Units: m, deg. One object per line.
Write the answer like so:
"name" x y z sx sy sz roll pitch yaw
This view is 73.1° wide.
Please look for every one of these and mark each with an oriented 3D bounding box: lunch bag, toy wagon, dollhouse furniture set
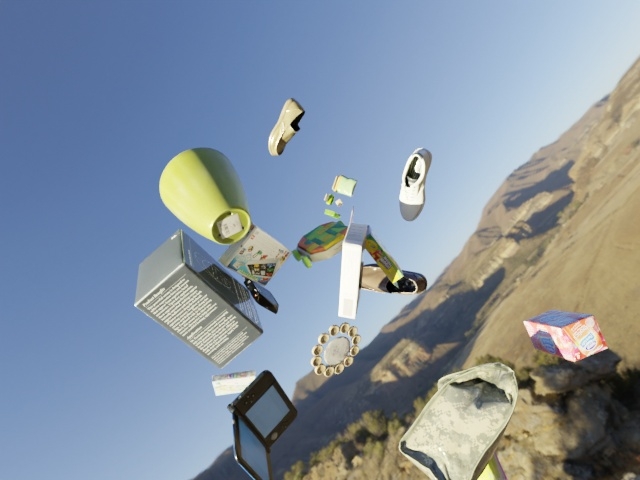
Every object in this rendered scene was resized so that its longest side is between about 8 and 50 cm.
"lunch bag" 0.320 0.403 0.963 0.287 0.169 0.235 -49 -30 -13
"toy wagon" 0.000 0.000 1.894 0.267 0.068 0.344 -33 23 -15
"dollhouse furniture set" 0.061 -0.153 1.465 0.058 0.076 0.152 22 -91 -65

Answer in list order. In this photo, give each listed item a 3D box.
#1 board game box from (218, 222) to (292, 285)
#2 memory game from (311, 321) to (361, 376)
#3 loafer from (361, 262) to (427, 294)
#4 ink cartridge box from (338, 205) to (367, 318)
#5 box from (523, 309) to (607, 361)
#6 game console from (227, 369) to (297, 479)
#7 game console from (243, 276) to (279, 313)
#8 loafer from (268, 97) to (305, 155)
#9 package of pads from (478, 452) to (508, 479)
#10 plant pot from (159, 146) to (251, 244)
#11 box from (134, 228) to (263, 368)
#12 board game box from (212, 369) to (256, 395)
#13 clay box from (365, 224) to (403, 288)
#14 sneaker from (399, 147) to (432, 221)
"board game box" -0.253 0.063 1.744 0.193 0.053 0.305 -51 -31 -1
"memory game" 0.049 0.336 1.329 0.186 0.012 0.186 -13 -66 -30
"loafer" 0.314 0.184 2.045 0.130 0.365 0.134 -8 -81 -67
"ink cartridge box" 0.117 0.071 1.482 0.261 0.066 0.297 -69 -16 -56
"box" 0.860 0.331 1.534 0.128 0.123 0.257 -21 -4 -3
"game console" -0.163 0.615 1.387 0.250 0.173 0.293 -42 -49 -24
"game console" -0.322 0.185 2.034 0.044 0.361 0.213 -39 -32 1
"loafer" -0.082 -0.269 1.051 0.056 0.050 0.148 -29 -33 -59
"package of pads" 0.475 0.664 1.304 0.101 0.297 0.229 -27 -21 17
"plant pot" -0.353 -0.120 1.434 0.274 0.293 0.275 -22 -44 -23
"box" -0.425 0.204 1.529 0.212 0.293 0.395 -40 -61 1
"board game box" -0.310 0.521 1.576 0.154 0.026 0.104 -5 -46 -9
"clay box" 0.224 0.058 1.543 0.053 0.222 0.127 -37 13 13
"sneaker" 0.306 -0.183 1.461 0.091 0.094 0.258 -24 -54 -48
